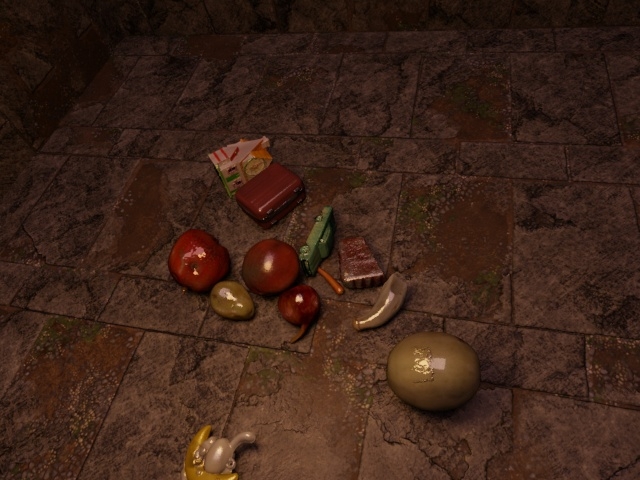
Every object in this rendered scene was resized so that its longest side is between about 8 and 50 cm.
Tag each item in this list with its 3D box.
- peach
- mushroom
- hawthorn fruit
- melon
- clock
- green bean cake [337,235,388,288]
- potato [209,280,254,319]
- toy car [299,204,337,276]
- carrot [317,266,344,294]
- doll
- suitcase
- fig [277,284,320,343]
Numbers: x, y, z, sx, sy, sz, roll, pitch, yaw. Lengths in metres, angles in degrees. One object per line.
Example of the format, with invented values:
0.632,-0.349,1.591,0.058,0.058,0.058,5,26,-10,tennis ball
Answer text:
-0.212,0.119,1.929,0.252,0.252,0.252,-5,54,7,peach
0.245,0.267,1.832,0.118,0.103,0.270,36,73,29,mushroom
-0.534,0.101,2.001,0.275,0.275,0.299,17,71,21,hawthorn fruit
0.377,0.446,1.577,0.330,0.268,0.268,-2,54,19,melon
-0.380,-0.394,2.332,0.309,0.235,0.166,-31,57,-12,clock
0.175,0.093,1.968,0.199,0.097,0.232,-12,54,4,green bean cake
-0.360,0.256,1.922,0.194,0.157,0.157,25,63,23,potato
0.000,0.000,2.025,0.097,0.141,0.320,10,53,20,toy car
0.037,0.167,1.983,0.037,0.037,0.190,-35,53,-14,carrot
-0.363,0.762,1.591,0.237,0.111,0.252,5,56,33,doll
-0.240,-0.220,2.227,0.297,0.161,0.236,-41,58,-17,suitcase
-0.075,0.288,1.851,0.175,0.175,0.207,-17,68,-1,fig
